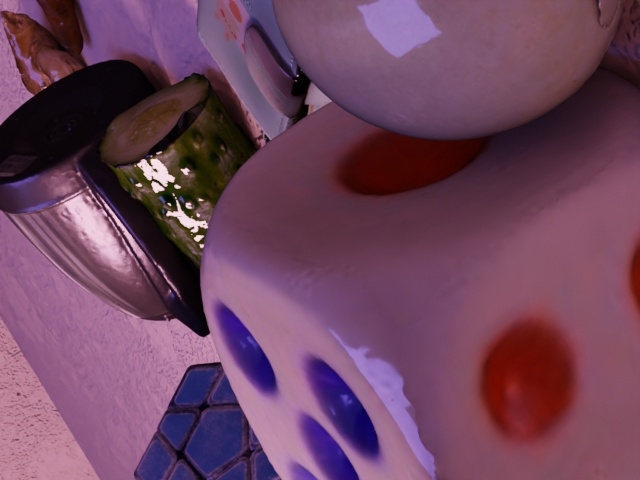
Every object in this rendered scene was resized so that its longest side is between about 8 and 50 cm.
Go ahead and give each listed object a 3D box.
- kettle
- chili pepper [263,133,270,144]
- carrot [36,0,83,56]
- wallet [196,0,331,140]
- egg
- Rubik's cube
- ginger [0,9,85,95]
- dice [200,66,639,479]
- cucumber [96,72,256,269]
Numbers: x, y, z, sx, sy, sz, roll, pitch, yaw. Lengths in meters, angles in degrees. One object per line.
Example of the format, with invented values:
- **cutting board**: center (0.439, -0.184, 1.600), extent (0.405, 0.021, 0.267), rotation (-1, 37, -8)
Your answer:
- **kettle**: center (-0.196, -0.029, 1.887), extent (0.251, 0.207, 0.271), rotation (-3, 131, 40)
- **chili pepper**: center (0.000, 0.000, 1.622), extent (0.227, 0.059, 0.088), rotation (64, 173, -8)
- **carrot**: center (-0.296, -0.278, 1.941), extent (0.047, 0.047, 0.191), rotation (36, 156, 47)
- **wallet**: center (-0.038, -0.186, 1.390), extent (0.176, 0.075, 0.250), rotation (56, 162, 16)
- **egg**: center (0.068, -0.151, 1.006), extent (0.253, 0.186, 0.186), rotation (20, 139, 58)
- **Rubik's cube**: center (-0.026, 0.245, 1.737), extent (0.319, 0.319, 0.264), rotation (38, 178, 45)
- **ginger**: center (-0.315, -0.178, 2.121), extent (0.133, 0.059, 0.214), rotation (37, 155, 28)
- **dice**: center (0.109, 0.070, 1.127), extent (0.304, 0.277, 0.304), rotation (20, 137, 57)
- **cucumber**: center (-0.104, -0.034, 1.729), extent (0.244, 0.134, 0.134), rotation (54, 165, -31)
